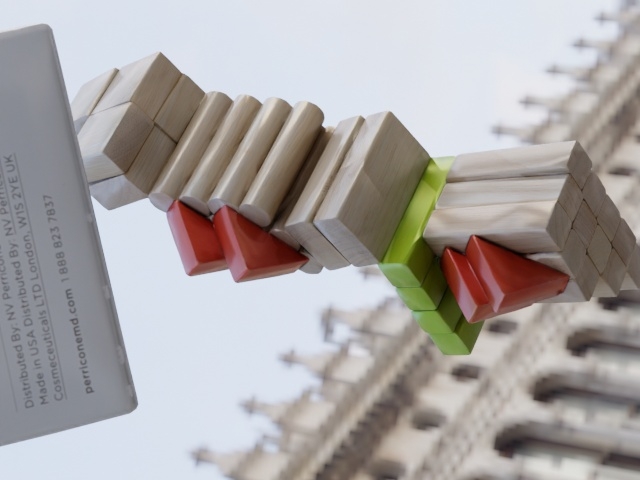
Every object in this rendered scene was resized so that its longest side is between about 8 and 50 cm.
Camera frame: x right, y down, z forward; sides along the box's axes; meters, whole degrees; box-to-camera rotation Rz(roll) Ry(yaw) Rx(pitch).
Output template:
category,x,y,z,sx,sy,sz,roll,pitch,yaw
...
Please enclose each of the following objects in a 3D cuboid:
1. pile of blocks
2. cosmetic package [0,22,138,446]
category,x,y,z,sx,sy,sz,roll,pitch,yaw
pile of blocks,0.000,0.000,1.134,0.149,0.362,0.112,78,-148,-51
cosmetic package,-0.277,0.029,0.720,0.366,0.197,0.155,-14,-86,-17
